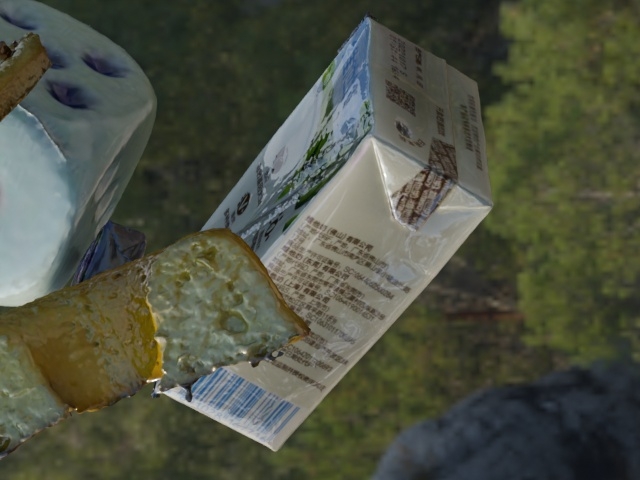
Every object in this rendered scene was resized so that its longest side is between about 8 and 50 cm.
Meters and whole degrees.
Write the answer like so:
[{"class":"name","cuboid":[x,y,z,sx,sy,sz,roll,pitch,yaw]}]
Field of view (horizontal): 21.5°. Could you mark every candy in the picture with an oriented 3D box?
[{"class":"candy","cuboid":[-0.235,0.045,1.814,0.312,0.061,0.088,146,143,-77]}]

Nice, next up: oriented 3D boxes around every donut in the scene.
[{"class":"donut","cuboid":[-0.135,0.068,1.156,0.152,0.259,0.101,-36,-77,-82]}]

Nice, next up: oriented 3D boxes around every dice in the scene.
[{"class":"dice","cuboid":[-0.359,-0.105,1.917,0.268,0.264,0.262,-62,-1,27]}]

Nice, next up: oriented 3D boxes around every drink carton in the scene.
[{"class":"drink carton","cuboid":[0.000,0.000,1.416,0.324,0.132,0.194,-51,22,30]}]

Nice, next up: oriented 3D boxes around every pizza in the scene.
[{"class":"pizza","cuboid":[-0.279,-0.090,1.259,0.134,0.175,0.046,-20,116,46]}]
